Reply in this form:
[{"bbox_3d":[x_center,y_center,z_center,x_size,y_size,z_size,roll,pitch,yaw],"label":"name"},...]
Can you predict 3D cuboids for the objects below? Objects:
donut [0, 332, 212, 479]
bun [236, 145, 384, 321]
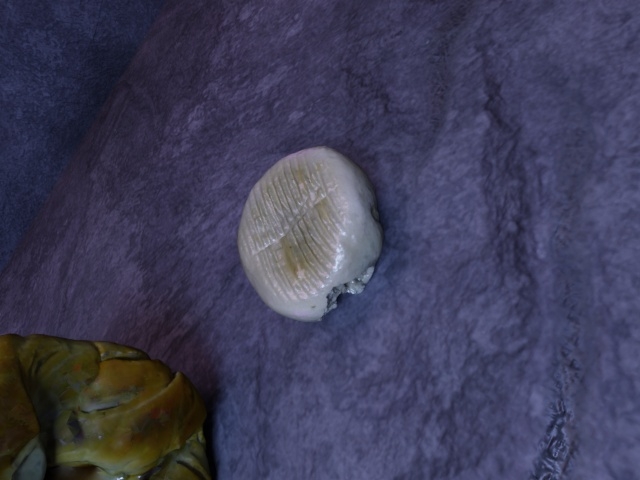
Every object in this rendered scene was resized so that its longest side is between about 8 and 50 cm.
[{"bbox_3d":[-0.263,0.259,0.484,0.170,0.360,0.360,-15,55,35],"label":"donut"},{"bbox_3d":[0.000,0.000,0.575,0.178,0.128,0.193,-38,55,21],"label":"bun"}]
